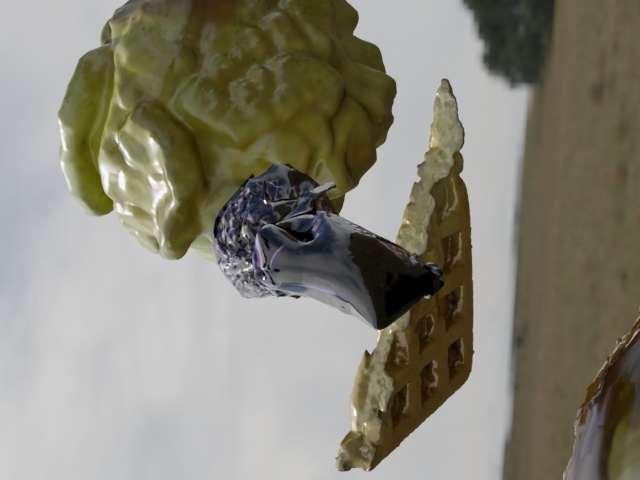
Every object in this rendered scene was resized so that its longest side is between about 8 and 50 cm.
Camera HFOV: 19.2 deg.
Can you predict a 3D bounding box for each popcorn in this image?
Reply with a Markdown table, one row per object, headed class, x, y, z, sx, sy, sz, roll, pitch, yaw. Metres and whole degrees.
| class | x | y | z | sx | sy | sz | roll | pitch | yaw |
| --- | --- | --- | --- | --- | --- | --- | --- | --- | --- |
| popcorn | -0.068 | -0.085 | 1.223 | 0.235 | 0.216 | 0.181 | -48 | -8 | -35 |

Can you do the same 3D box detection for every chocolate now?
| class | x | y | z | sx | sy | sz | roll | pitch | yaw |
| --- | --- | --- | --- | --- | --- | --- | --- | --- | --- |
| chocolate | -0.004 | 0.000 | 0.789 | 0.147 | 0.072 | 0.070 | 180 | 84 | -73 |

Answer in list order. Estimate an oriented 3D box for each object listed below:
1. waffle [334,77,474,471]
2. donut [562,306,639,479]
| class | x | y | z | sx | sy | sz | roll | pitch | yaw |
| --- | --- | --- | --- | --- | --- | --- | --- | --- | --- |
| waffle | 0.043 | 0.021 | 1.044 | 0.125 | 0.032 | 0.191 | -37 | -47 | -40 |
| donut | 0.231 | 0.068 | 0.633 | 0.160 | 0.330 | 0.330 | 37 | -127 | -49 |
